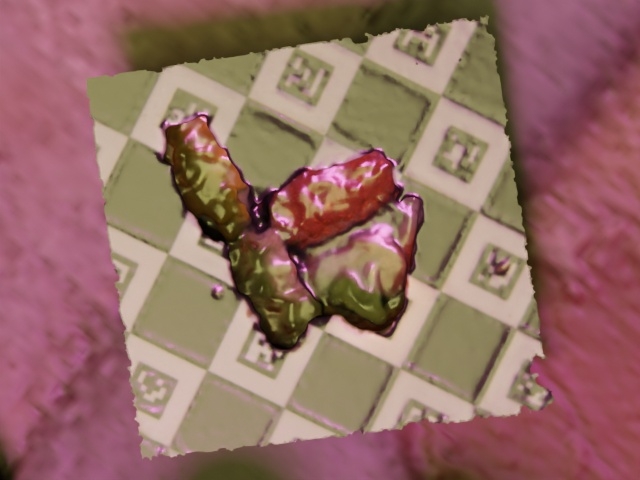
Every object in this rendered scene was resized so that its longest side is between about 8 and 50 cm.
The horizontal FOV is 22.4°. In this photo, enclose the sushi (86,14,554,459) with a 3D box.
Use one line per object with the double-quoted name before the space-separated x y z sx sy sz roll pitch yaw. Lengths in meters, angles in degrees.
"sushi" 0.000 0.000 0.494 0.126 0.026 0.120 -8 93 0
